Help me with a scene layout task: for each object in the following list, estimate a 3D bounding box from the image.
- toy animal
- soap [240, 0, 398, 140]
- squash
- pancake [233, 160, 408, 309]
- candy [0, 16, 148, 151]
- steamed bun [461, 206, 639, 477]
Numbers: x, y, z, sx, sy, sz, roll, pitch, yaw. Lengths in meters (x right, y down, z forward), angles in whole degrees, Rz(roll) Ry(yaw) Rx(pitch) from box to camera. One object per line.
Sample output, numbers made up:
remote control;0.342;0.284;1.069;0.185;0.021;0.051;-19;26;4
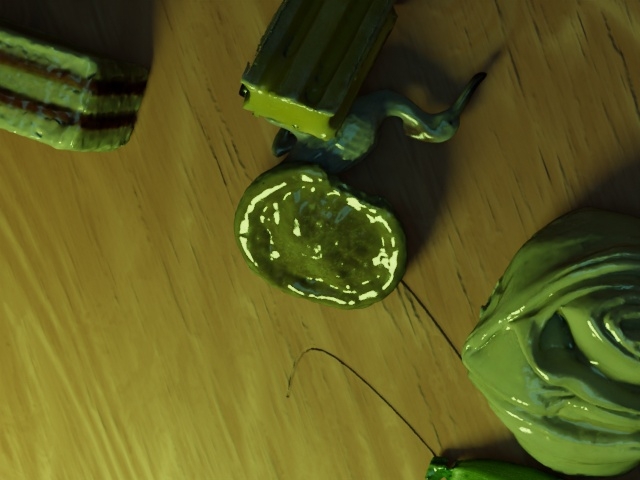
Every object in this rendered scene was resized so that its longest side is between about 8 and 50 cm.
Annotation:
toy animal;0.040;-0.152;1.758;0.324;0.090;0.195;11;92;11
soap;0.003;-0.251;1.713;0.135;0.076;0.233;22;68;9
squash;0.308;0.354;1.724;0.378;0.101;0.101;14;98;26
pancake;0.000;0.001;1.766;0.222;0.042;0.236;-38;107;29
candy;-0.414;-0.222;1.799;0.320;0.179;0.135;19;98;9
steamed bun;0.340;0.136;1.658;0.324;0.219;0.310;-45;85;12
